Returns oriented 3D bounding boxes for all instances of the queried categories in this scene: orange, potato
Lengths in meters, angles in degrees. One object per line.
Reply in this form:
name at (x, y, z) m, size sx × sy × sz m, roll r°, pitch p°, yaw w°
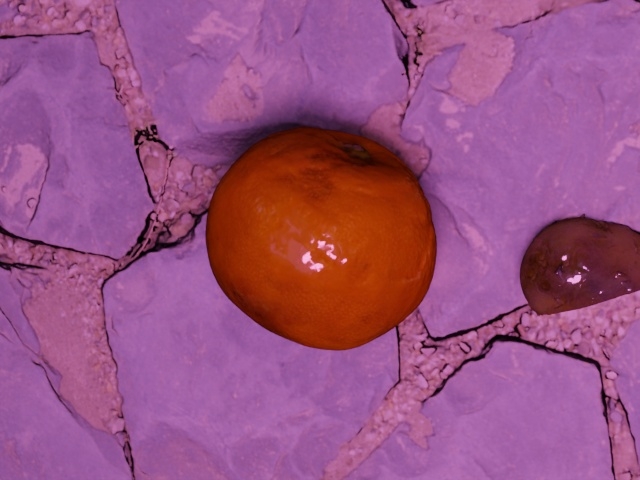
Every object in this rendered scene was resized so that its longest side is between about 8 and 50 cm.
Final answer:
orange at (0.000, 0.000, 1.500) m, size 0.261 × 0.261 × 0.261 m, roll 5°, pitch 105°, yaw 19°
potato at (0.296, 0.025, 1.492) m, size 0.172 × 0.089 × 0.100 m, roll -15°, pitch 95°, yaw 24°
